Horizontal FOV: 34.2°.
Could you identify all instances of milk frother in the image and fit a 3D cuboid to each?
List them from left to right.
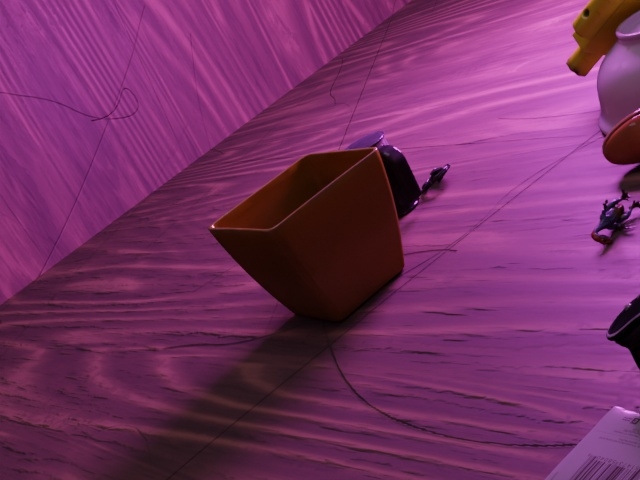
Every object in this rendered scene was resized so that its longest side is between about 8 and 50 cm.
[{"bbox_3d":[0.132,-0.126,1.762,0.129,0.135,0.143,-11,26,44],"label":"milk frother"}]

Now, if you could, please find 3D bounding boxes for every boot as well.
[{"bbox_3d":[0.453,-0.119,1.347,0.197,0.073,0.152,-22,23,32],"label":"boot"}]

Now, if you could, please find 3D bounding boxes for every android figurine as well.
[{"bbox_3d":[0.523,-0.367,1.672,0.248,0.056,0.273,3,-38,-34],"label":"android figurine"}]

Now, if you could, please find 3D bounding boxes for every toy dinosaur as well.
[{"bbox_3d":[0.368,-0.023,1.303,0.082,0.047,0.090,-42,-14,-9],"label":"toy dinosaur"}]

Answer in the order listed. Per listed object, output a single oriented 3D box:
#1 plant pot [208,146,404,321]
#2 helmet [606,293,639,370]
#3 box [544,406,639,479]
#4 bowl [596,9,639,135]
[{"bbox_3d":[0.000,0.000,1.543,0.212,0.187,0.212,-39,20,-24],"label":"plant pot"},{"bbox_3d":[0.329,0.087,0.832,0.169,0.169,0.161,-37,2,-20],"label":"helmet"},{"bbox_3d":[0.247,0.195,0.787,0.102,0.087,0.101,-38,19,-25],"label":"box"},{"bbox_3d":[0.535,-0.284,1.558,0.297,0.134,0.298,-27,17,9],"label":"bowl"}]
